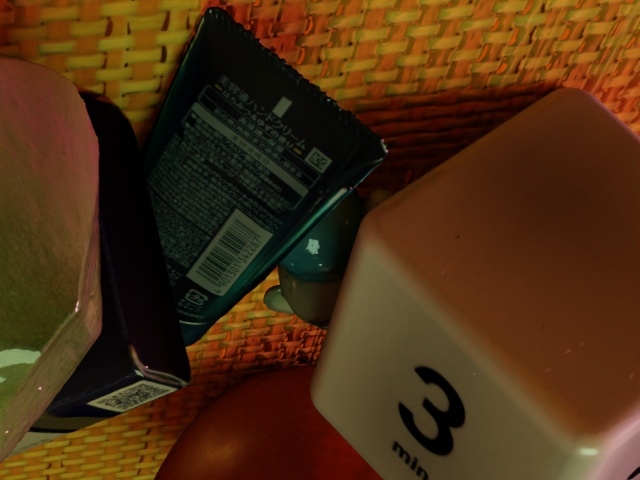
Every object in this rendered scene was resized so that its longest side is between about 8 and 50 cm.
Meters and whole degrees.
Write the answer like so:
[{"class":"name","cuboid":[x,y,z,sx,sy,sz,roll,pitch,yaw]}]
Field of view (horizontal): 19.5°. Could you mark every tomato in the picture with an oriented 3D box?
[{"class":"tomato","cuboid":[0.031,0.231,1.441,0.341,0.273,0.341,-15,141,-13]}]

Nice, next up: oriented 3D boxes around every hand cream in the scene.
[{"class":"hand cream","cuboid":[-0.061,-0.022,1.065,0.061,0.120,0.270,-50,180,-35]}]

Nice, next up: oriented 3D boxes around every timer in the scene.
[{"class":"timer","cuboid":[0.131,0.061,1.121,0.194,0.192,0.195,-33,157,-30]}]

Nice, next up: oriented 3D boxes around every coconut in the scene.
[{"class":"coconut","cuboid":[-0.196,0.005,0.888,0.236,0.236,0.204,-25,147,23]}]

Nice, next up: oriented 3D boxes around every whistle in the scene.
[{"class":"whistle","cuboid":[0.000,0.000,1.159,0.114,0.077,0.236,-6,154,10]}]

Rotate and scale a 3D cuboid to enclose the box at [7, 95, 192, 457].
[{"class":"box","cuboid":[-0.205,0.045,1.043,0.259,0.168,0.071,-24,157,21]}]
